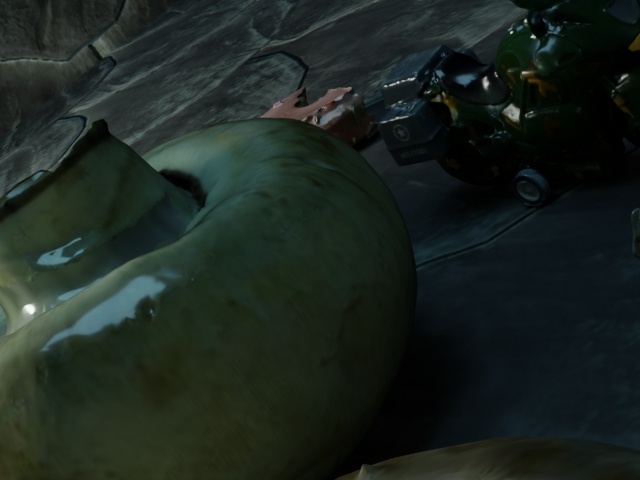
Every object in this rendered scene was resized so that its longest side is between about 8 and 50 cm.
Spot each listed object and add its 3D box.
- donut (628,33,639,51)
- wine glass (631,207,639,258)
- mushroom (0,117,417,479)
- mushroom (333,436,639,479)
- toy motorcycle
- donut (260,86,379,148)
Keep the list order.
[{"bbox_3d":[0.340,-0.219,0.935,0.277,0.108,0.277,-28,22,12],"label":"donut"},{"bbox_3d":[0.245,-0.001,0.642,0.072,0.072,0.155,-37,21,-12],"label":"wine glass"},{"bbox_3d":[-0.107,0.054,0.753,0.352,0.260,0.352,-33,17,12],"label":"mushroom"},{"bbox_3d":[-0.004,0.182,0.272,0.362,0.294,0.362,-26,21,11],"label":"mushroom"},{"bbox_3d":[0.151,-0.123,0.882,0.275,0.187,0.125,-9,31,49],"label":"toy motorcycle"},{"bbox_3d":[-0.016,-0.119,1.280,0.117,0.065,0.166,-37,20,-16],"label":"donut"}]
